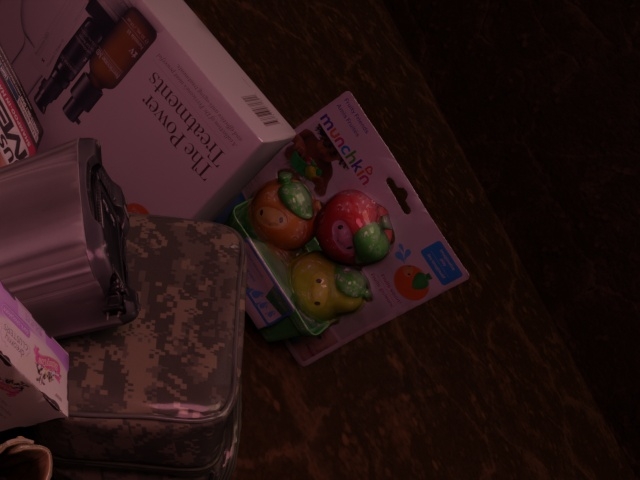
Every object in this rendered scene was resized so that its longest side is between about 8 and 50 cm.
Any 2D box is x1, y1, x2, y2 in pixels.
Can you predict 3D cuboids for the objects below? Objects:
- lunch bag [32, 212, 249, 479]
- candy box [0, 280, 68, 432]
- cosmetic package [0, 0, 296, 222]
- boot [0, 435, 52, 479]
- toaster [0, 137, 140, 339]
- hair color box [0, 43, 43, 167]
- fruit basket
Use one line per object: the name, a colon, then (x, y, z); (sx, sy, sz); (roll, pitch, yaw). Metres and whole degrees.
lunch bag: (-0.193, 0.150, 1.068); (0.213, 0.256, 0.305); (6, 44, -8)
candy box: (-0.341, 0.111, 0.817); (0.164, 0.196, 0.070); (71, 8, -54)
cosmetic package: (-0.255, -0.172, 1.182); (0.377, 0.284, 0.097); (50, 28, 8)
boot: (-0.295, 0.226, 0.864); (0.077, 0.165, 0.213); (59, 25, 2)
toaster: (-0.265, 0.012, 0.922); (0.129, 0.147, 0.227); (74, -1, -50)
hair color box: (-0.408, -0.075, 1.003); (0.347, 0.105, 0.173); (-90, 167, -48)
fruit basket: (0.000, 0.000, 1.444); (0.327, 0.353, 0.165); (58, 40, -1)
